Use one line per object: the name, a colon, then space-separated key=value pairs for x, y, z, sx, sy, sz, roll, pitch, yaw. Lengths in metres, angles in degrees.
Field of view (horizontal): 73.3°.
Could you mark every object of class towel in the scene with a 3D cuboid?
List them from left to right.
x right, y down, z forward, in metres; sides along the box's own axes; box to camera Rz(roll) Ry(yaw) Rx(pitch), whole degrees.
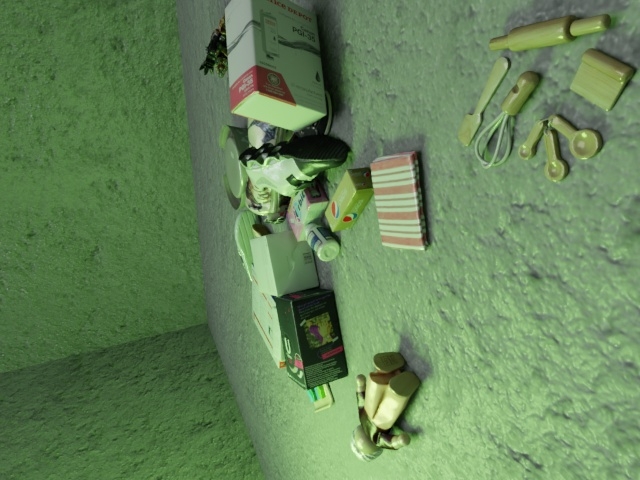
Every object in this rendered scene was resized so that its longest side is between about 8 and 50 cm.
towel: x=0.162 y=-0.077 z=0.876 sx=0.144 sy=0.029 sz=0.196 roll=10 pitch=111 yaw=65

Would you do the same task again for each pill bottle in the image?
pill bottle: x=0.000 y=0.000 z=1.219 sx=0.120 sy=0.067 sz=0.067 roll=-129 pitch=36 yaw=-47

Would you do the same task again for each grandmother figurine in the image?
grandmother figurine: x=0.138 y=0.423 z=1.056 sx=0.207 sy=0.104 sz=0.342 roll=-117 pitch=29 yaw=-51

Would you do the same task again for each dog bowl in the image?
dog bowl: x=-0.330 y=-0.305 z=1.791 sx=0.349 sy=0.102 sz=0.348 roll=38 pitch=134 yaw=55

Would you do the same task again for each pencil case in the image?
pencil case: x=-0.149 y=-0.270 z=1.324 sx=0.183 sy=0.160 sz=0.410 roll=-104 pitch=18 yaw=-51

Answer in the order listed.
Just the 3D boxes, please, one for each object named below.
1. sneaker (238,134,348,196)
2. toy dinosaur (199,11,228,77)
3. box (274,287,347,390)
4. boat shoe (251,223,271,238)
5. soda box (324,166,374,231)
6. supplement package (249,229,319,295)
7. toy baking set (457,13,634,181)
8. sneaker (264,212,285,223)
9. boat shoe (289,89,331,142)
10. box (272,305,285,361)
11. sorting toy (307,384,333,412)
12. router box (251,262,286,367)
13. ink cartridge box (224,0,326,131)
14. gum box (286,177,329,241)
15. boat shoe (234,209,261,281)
sneaker: x=-0.057 y=-0.189 z=1.148 sx=0.331 sy=0.122 sz=0.146 roll=4 pitch=131 yaw=37
toy dinosaur: x=-0.392 y=-0.762 z=1.696 sx=0.322 sy=0.165 sz=0.218 roll=80 pitch=-174 yaw=-67
box: x=-0.033 y=0.293 z=1.325 sx=0.165 sy=0.144 sz=0.270 roll=-7 pitch=93 yaw=66
boat shoe: x=-0.239 y=-0.014 z=1.759 sx=0.170 sy=0.063 sz=0.059 roll=46 pitch=134 yaw=50
soda box: x=0.070 y=-0.095 z=1.034 sx=0.181 sy=0.058 sz=0.061 roll=118 pitch=136 yaw=-56
supplement package: x=-0.125 y=0.071 z=1.427 sx=0.203 sy=0.149 sz=0.194 roll=172 pitch=87 yaw=-67
toy baking set: x=0.271 y=-0.185 z=0.575 sx=0.256 sy=0.030 sz=0.196 roll=-144 pitch=48 yaw=-58
sneaker: x=-0.154 y=-0.116 z=1.548 sx=0.170 sy=0.068 sz=0.071 roll=129 pitch=142 yaw=-50
boat shoe: x=-0.031 y=-0.300 z=1.150 sx=0.233 sy=0.079 sz=0.084 roll=-56 pitch=48 yaw=54
box: x=-0.088 y=0.306 z=1.446 sx=0.091 sy=0.130 sz=0.170 roll=175 pitch=95 yaw=-67
sorting toy: x=-0.027 y=0.498 z=1.530 sx=0.193 sy=0.038 sz=0.208 roll=123 pitch=132 yaw=-58
router box: x=-0.191 y=0.294 z=1.759 sx=0.335 sy=0.082 sz=0.301 roll=-132 pitch=39 yaw=-50
ink cartridge box: x=-0.108 y=-0.430 z=1.030 sx=0.117 sy=0.207 sz=0.282 roll=-18 pitch=74 yaw=47
gum box: x=-0.041 y=-0.097 z=1.275 sx=0.107 sy=0.062 sz=0.188 roll=65 pitch=152 yaw=29
boat shoe: x=-0.316 y=0.029 z=1.877 sx=0.119 sy=0.121 sz=0.334 roll=20 pitch=120 yaw=59
